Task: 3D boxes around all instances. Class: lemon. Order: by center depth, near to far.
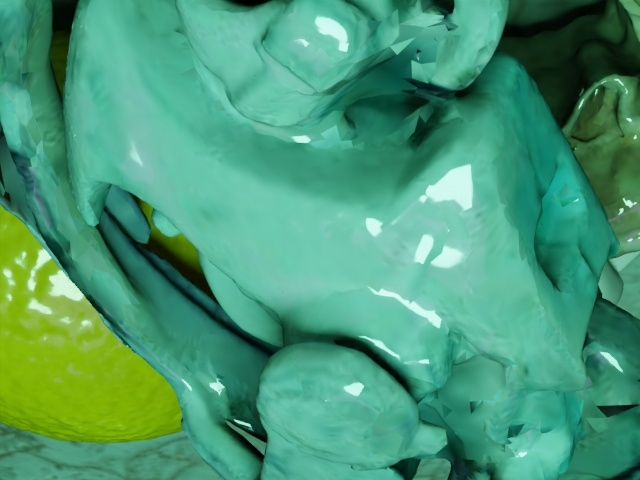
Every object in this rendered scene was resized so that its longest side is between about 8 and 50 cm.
[{"bbox_3d":[-0.106,0.002,0.600,0.186,0.187,0.244,-27,140,26],"label":"lemon"}]

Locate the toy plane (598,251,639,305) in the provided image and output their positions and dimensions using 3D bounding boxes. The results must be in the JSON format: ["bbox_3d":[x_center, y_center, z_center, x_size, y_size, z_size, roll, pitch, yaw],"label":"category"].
[{"bbox_3d":[0.094,-0.004,0.681,0.173,0.080,0.174,-7,125,-11],"label":"toy plane"}]

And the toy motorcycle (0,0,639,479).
[{"bbox_3d":[0.000,0.000,0.427,0.206,0.154,0.260,-5,133,35],"label":"toy motorcycle"}]

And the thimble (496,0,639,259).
[{"bbox_3d":[0.065,-0.100,0.523,0.229,0.148,0.196,6,135,-12],"label":"thimble"}]
